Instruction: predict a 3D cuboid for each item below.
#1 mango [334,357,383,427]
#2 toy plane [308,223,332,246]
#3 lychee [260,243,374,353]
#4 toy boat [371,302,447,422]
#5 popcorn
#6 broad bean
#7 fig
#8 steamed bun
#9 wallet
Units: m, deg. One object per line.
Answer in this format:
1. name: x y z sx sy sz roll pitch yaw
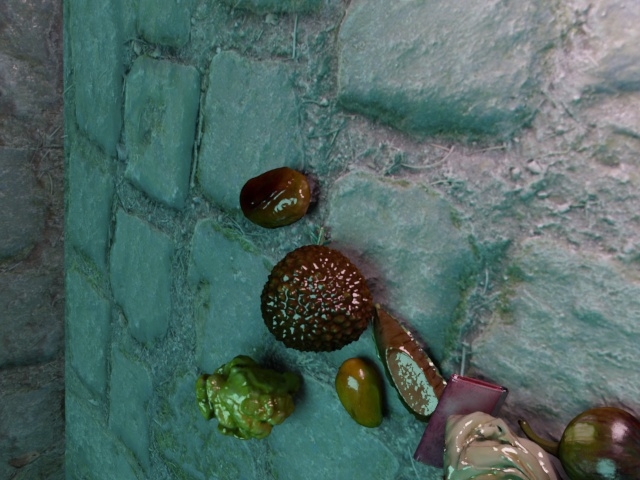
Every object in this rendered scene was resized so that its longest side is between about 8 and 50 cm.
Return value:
1. mango: 0.093 0.365 1.223 0.115 0.089 0.165 -7 96 34
2. toy plane: 0.002 -0.001 1.279 0.080 0.033 0.083 23 119 38
3. lychee: -0.003 0.140 1.167 0.267 0.267 0.268 9 103 42
4. toy boat: 0.183 0.265 1.113 0.108 0.099 0.293 -35 72 13
5. popcorn: -0.196 0.431 1.401 0.250 0.241 0.235 -23 78 40
6. broad bean: -0.114 -0.110 1.309 0.228 0.122 0.156 -5 68 37
7. fig: 0.439 0.355 0.875 0.245 0.149 0.149 -12 89 55
8. steamed bun: 0.317 0.446 0.890 0.207 0.280 0.268 2 72 14
9. wallet: 0.283 0.380 1.043 0.119 0.025 0.232 16 113 -1
